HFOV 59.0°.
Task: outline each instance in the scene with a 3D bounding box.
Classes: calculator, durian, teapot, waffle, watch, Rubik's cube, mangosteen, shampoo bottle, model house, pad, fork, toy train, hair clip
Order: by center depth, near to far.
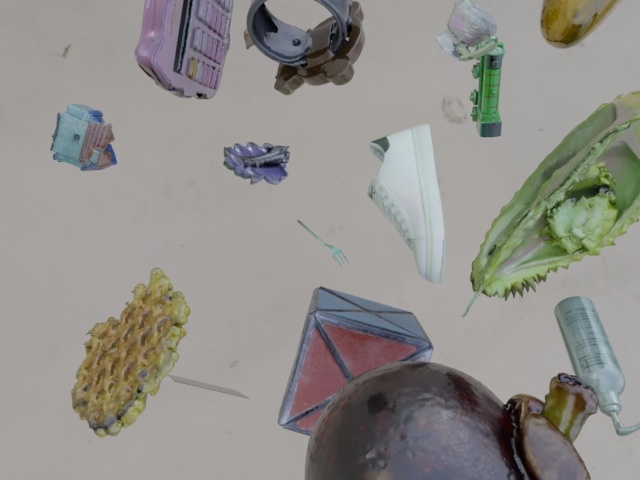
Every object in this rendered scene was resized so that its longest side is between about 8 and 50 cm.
[{"bbox_3d":[0.128,0.267,0.589,0.293,0.297,0.297,-15,91,-21],"label":"mangosteen"},{"bbox_3d":[0.342,0.155,0.706,0.056,0.056,0.195,39,33,-23],"label":"shampoo bottle"},{"bbox_3d":[0.191,-0.266,0.733,0.064,0.064,0.083,2,54,-43],"label":"teapot"},{"bbox_3d":[-0.169,-0.286,0.747,0.043,0.294,0.194,12,100,5],"label":"calculator"},{"bbox_3d":[0.313,-0.053,0.752,0.169,0.355,0.157,-5,50,-37],"label":"durian"},{"bbox_3d":[-0.352,0.203,1.033,0.058,0.281,0.301,37,87,-41],"label":"waffle"},{"bbox_3d":[-0.121,-0.165,1.157,0.124,0.052,0.195,40,32,17],"label":"hair clip"},{"bbox_3d":[0.067,0.263,1.194,0.259,0.260,0.255,17,95,-3],"label":"Rubik's cube"},{"bbox_3d":[-0.514,-0.218,1.292,0.148,0.149,0.119,-67,162,12],"label":"model house"},{"bbox_3d":[0.439,-0.396,1.470,0.119,0.085,0.251,-85,169,-53],"label":"toy train"},{"bbox_3d":[-0.303,0.392,1.518,0.211,0.143,0.003,20,78,-21],"label":"pad"},{"bbox_3d":[-0.067,-0.618,1.612,0.327,0.335,0.314,38,52,-42],"label":"watch"},{"bbox_3d":[0.001,-0.001,1.730,0.039,0.021,0.235,-23,52,-36],"label":"fork"}]

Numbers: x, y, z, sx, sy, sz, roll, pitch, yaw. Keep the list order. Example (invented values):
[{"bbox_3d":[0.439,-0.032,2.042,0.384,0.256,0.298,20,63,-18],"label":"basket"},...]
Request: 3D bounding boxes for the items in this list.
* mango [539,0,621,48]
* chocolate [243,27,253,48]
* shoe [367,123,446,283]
[{"bbox_3d":[0.331,-0.323,0.685,0.098,0.137,0.195,35,84,8],"label":"mango"},{"bbox_3d":[-0.217,-0.647,1.777,0.064,0.100,0.031,-35,88,-7],"label":"chocolate"},{"bbox_3d":[0.179,-0.079,1.217,0.132,0.160,0.363,54,31,-64],"label":"shoe"}]
